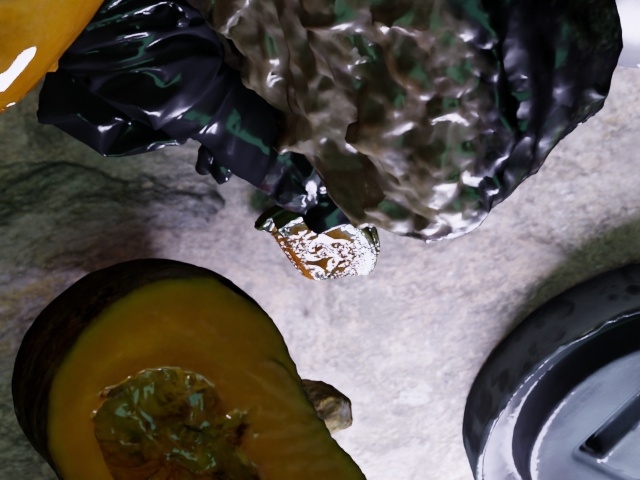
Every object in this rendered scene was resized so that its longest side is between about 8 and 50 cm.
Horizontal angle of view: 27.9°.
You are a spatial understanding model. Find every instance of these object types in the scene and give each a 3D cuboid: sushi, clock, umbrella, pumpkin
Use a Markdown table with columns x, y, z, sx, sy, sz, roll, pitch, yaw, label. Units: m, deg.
| x | y | z | sx | sy | sz | roll | pitch | yaw | label |
| --- | --- | --- | --- | --- | --- | --- | --- | --- | --- |
| 0.035 | -0.180 | 0.715 | 0.171 | 0.211 | 0.350 | -31 | 122 | -25 | sushi |
| 0.285 | 0.158 | 1.166 | 0.325 | 0.067 | 0.325 | -8 | 128 | -11 | clock |
| -0.082 | -0.094 | 0.843 | 0.272 | 0.110 | 0.122 | 26 | 149 | -30 | umbrella |
| -0.072 | 0.152 | 0.918 | 0.222 | 0.139 | 0.317 | -30 | 88 | -19 | pumpkin |

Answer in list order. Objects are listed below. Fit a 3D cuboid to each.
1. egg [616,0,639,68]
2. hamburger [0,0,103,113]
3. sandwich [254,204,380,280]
| x | y | z | sx | sy | sz | roll | pitch | yaw | label |
| --- | --- | --- | --- | --- | --- | --- | --- | --- | --- |
| 0.194 | -0.223 | 0.779 | 0.176 | 0.176 | 0.232 | -15 | 127 | -6 | egg |
| -0.215 | -0.156 | 0.633 | 0.314 | 0.290 | 0.170 | -35 | 125 | 12 | hamburger |
| 0.004 | -0.001 | 0.986 | 0.069 | 0.026 | 0.101 | -38 | 128 | 11 | sandwich |
